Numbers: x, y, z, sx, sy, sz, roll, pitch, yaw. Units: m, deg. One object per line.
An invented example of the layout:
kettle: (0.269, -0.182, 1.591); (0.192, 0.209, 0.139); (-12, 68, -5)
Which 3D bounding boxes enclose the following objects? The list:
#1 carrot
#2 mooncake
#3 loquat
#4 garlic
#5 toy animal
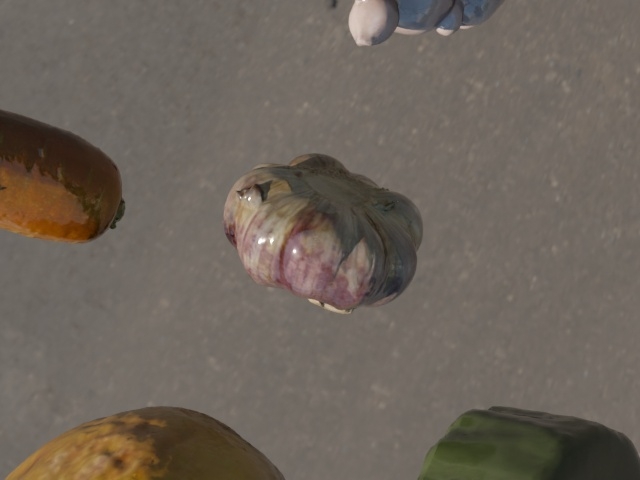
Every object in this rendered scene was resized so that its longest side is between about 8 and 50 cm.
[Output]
carrot: (-0.206, -0.048, 0.759); (0.225, 0.067, 0.067); (17, 134, -27)
mooncake: (0.228, 0.368, 1.606); (0.194, 0.356, 0.356); (6, 126, 38)
loquat: (-0.116, 0.207, 0.878); (0.238, 0.238, 0.193); (-32, 96, 35)
garlic: (0.000, 0.000, 1.644); (0.245, 0.245, 0.160); (22, 120, 7)
toy animal: (0.076, -0.244, 1.325); (0.124, 0.212, 0.124); (29, 128, 45)
